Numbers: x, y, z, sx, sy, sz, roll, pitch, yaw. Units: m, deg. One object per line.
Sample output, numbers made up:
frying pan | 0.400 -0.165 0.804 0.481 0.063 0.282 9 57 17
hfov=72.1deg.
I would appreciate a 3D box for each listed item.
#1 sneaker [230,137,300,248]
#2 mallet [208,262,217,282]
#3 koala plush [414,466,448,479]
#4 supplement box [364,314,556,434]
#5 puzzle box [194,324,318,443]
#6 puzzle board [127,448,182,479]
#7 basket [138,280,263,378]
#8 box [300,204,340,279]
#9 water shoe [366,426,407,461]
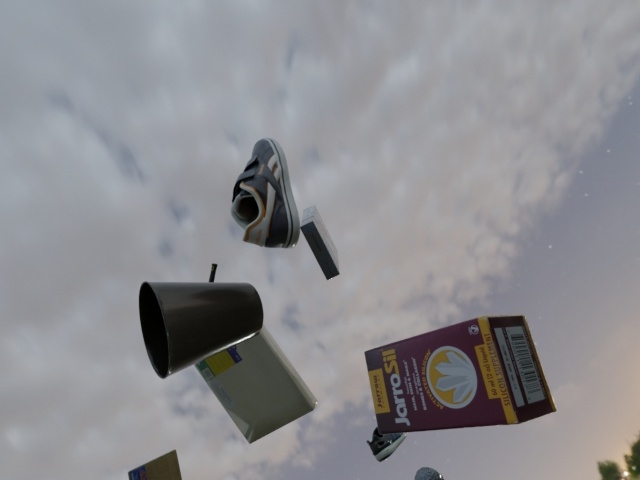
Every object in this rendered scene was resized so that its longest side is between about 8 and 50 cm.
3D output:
sneaker | -0.141 -0.123 1.007 0.127 0.321 0.126 1 -41 -24
mallet | -0.321 0.159 1.230 0.039 0.062 0.190 27 -118 -58
koala plush | 0.297 0.686 1.020 0.204 0.196 0.221 88 -165 -46
supplement box | 0.147 0.158 0.506 0.080 0.104 0.188 7 -26 -37
puzzle box | -0.229 0.401 1.362 0.272 0.409 0.052 -34 1 21
puzzle board | -0.305 0.478 0.829 0.096 0.011 0.128 -7 -100 -47
basket | -0.252 0.171 0.959 0.226 0.205 0.154 -5 -29 -39
box | 0.000 0.000 1.094 0.038 0.186 0.145 -25 -77 6
water shoe | 0.209 0.606 1.366 0.073 0.080 0.203 -43 -19 17
